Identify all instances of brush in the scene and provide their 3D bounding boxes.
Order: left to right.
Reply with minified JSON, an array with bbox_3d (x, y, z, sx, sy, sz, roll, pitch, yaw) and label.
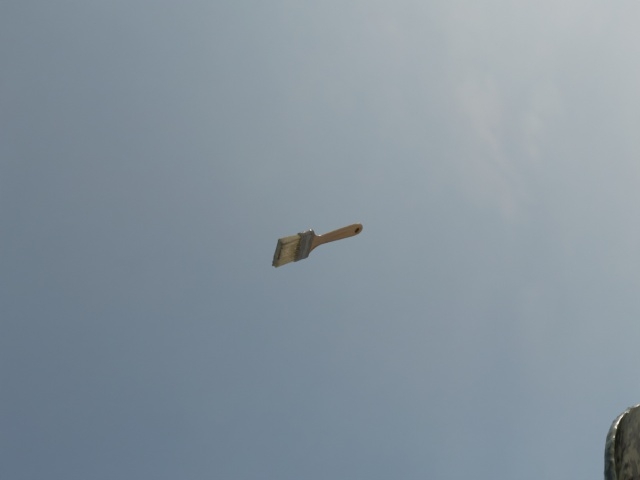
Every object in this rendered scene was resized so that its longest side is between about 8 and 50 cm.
[{"bbox_3d":[0.000,0.000,1.539,0.170,0.014,0.043,-17,-47,-46],"label":"brush"}]

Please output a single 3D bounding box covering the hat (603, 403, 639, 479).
[{"bbox_3d":[0.247,0.254,0.874,0.265,0.128,0.266,31,-140,-31],"label":"hat"}]
